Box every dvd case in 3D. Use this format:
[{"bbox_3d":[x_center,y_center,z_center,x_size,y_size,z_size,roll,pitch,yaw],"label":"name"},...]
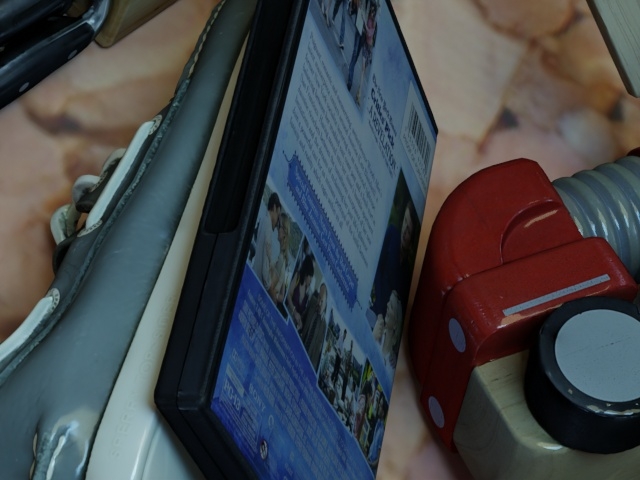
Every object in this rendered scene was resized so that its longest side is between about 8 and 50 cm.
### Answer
[{"bbox_3d":[0.000,0.000,0.719,0.022,0.180,0.253,-1,55,20],"label":"dvd case"}]

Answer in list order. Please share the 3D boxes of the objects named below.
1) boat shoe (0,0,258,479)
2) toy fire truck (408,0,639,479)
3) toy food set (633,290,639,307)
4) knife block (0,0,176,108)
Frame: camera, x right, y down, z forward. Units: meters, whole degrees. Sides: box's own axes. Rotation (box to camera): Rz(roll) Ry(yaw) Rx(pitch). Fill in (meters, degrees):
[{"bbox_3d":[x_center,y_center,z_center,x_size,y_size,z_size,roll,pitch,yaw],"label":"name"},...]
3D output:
[{"bbox_3d":[-0.070,-0.005,0.718,0.099,0.116,0.319,5,46,13],"label":"boat shoe"},{"bbox_3d":[0.130,-0.024,0.791,0.217,0.158,0.246,-17,56,-19],"label":"toy fire truck"},{"bbox_3d":[0.250,0.060,0.862,0.192,0.038,0.132,-5,65,-26],"label":"toy food set"},{"bbox_3d":[-0.078,-0.148,0.809,0.275,0.088,0.242,7,61,-20],"label":"knife block"}]
